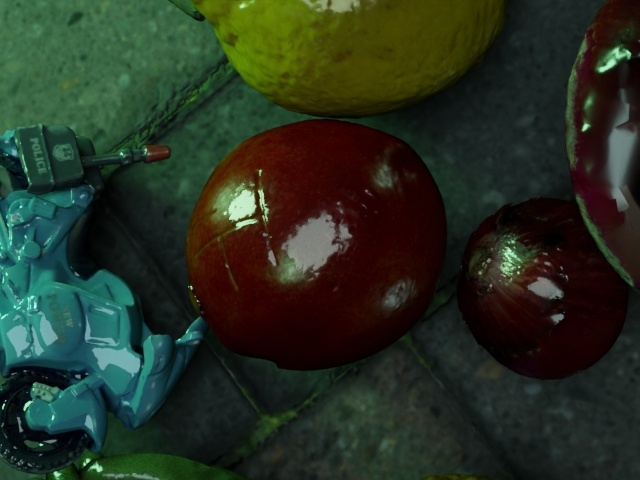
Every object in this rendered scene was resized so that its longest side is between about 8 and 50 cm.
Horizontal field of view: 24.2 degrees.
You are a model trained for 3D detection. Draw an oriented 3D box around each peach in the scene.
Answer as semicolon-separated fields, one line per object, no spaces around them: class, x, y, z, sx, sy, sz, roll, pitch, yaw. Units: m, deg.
peach;0.000;0.000;1.061;0.197;0.197;0.197;-1;84;11

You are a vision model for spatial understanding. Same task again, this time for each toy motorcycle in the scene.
toy motorcycle;-0.183;0.035;1.125;0.182;0.123;0.272;-9;69;-24

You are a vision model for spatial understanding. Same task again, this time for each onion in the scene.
onion;0.158;0.033;1.069;0.131;0.131;0.131;-1;84;11
onion;0.276;-0.073;1.040;0.272;0.195;0.272;-1;92;-20

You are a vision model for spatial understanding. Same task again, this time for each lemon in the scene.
lemon;0.030;-0.180;1.073;0.256;0.188;0.188;-8;82;-18

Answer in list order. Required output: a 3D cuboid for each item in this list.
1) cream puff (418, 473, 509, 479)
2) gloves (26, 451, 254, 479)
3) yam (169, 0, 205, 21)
cream puff;0.099;0.304;0.982;0.303;0.212;0.303;0;94;-5
gloves;-0.092;0.213;1.105;0.268;0.135;0.107;11;45;10
yam;-0.129;-0.264;1.162;0.194;0.107;0.107;44;94;11
